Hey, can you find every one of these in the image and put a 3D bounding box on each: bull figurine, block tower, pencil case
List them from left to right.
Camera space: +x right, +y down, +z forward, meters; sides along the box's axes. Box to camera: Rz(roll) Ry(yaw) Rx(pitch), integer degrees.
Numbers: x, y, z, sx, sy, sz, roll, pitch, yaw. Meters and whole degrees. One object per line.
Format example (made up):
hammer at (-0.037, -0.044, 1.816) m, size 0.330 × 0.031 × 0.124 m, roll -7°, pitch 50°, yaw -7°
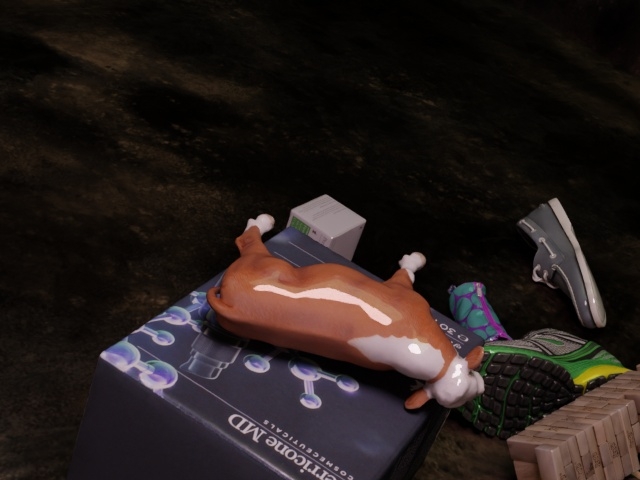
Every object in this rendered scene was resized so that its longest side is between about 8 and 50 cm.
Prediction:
bull figurine at (0.035, 0.075, 1.079) m, size 0.310 × 0.101 × 0.188 m, roll 19°, pitch 26°, yaw -8°
pencil case at (0.249, 0.128, 1.577) m, size 0.064 × 0.070 × 0.152 m, roll 8°, pitch 33°, yaw -21°
block tower at (0.392, 0.250, 1.354) m, size 0.335 × 0.091 × 0.097 m, roll -19°, pitch 7°, yaw -35°

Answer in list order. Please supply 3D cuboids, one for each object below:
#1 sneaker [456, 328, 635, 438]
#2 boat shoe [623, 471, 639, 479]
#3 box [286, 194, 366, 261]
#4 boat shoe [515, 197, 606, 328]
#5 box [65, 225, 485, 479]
sneaker at (0.302, 0.196, 1.464) m, size 0.343 × 0.134 × 0.146 m, roll 11°, pitch 23°, yaw -33°
boat shoe at (0.451, 0.367, 1.308) m, size 0.207 × 0.073 × 0.073 m, roll 23°, pitch 28°, yaw 20°
box at (0.000, 0.000, 1.602) m, size 0.087 × 0.101 × 0.102 m, roll 34°, pitch 34°, yaw 22°
boat shoe at (0.428, 0.050, 1.823) m, size 0.099 × 0.116 × 0.319 m, roll -22°, pitch 38°, yaw 12°
box at (-0.039, 0.194, 1.148) m, size 0.293 × 0.212 × 0.395 m, roll 30°, pitch 32°, yaw 15°
